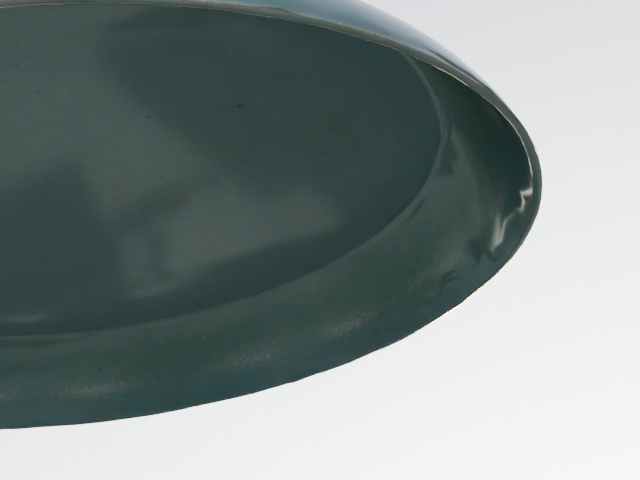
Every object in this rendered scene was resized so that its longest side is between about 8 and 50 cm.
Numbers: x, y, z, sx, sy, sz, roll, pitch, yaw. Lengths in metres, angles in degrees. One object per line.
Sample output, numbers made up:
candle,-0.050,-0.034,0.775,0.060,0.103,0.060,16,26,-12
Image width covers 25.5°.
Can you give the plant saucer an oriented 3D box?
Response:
plant saucer,-0.087,-0.005,0.475,0.318,0.043,0.317,-8,-24,-4
